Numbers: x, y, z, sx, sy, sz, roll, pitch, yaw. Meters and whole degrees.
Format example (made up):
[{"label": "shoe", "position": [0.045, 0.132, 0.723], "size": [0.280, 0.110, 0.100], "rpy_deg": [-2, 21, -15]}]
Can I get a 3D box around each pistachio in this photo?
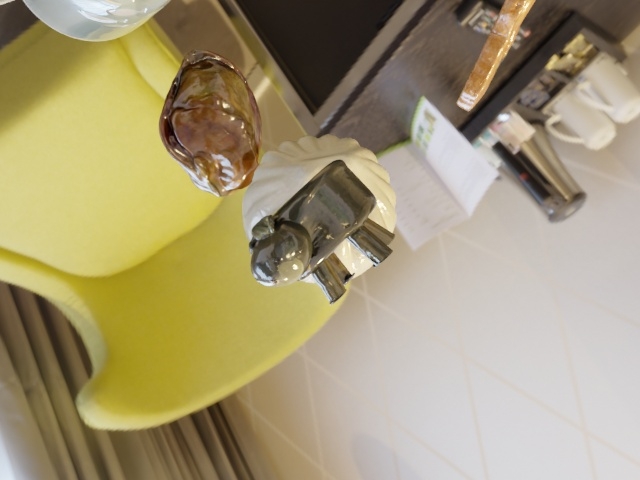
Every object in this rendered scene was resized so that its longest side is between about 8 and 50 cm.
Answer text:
[{"label": "pistachio", "position": [-0.147, -0.166, 1.000], "size": [0.165, 0.210, 0.131], "rpy_deg": [-7, 174, -45]}]

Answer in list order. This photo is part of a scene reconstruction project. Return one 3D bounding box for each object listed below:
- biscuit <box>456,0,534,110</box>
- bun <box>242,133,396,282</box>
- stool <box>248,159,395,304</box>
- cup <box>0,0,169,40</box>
[{"label": "biscuit", "position": [0.321, -0.377, 1.187], "size": [0.333, 0.047, 0.202], "rpy_deg": [-68, 174, 27]}, {"label": "bun", "position": [0.004, -0.075, 1.138], "size": [0.263, 0.263, 0.175], "rpy_deg": [-25, 160, -14]}, {"label": "stool", "position": [-0.005, 0.004, 0.902], "size": [0.228, 0.139, 0.153], "rpy_deg": [-46, -176, -34]}, {"label": "cup", "position": [-0.390, -0.448, 1.126], "size": [0.357, 0.259, 0.274], "rpy_deg": [-30, -161, -23]}]
